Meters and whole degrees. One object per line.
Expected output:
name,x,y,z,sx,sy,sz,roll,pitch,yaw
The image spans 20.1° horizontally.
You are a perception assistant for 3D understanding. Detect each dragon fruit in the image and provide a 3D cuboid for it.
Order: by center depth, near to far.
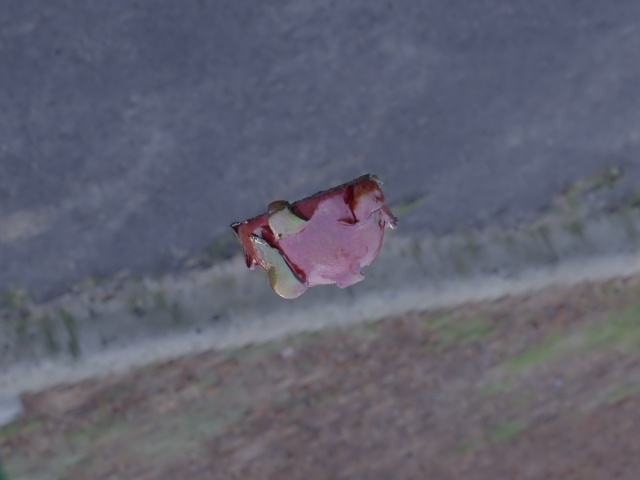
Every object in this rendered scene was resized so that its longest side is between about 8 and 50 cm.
dragon fruit,0.002,-0.001,1.188,0.112,0.068,0.126,-20,-179,-15
